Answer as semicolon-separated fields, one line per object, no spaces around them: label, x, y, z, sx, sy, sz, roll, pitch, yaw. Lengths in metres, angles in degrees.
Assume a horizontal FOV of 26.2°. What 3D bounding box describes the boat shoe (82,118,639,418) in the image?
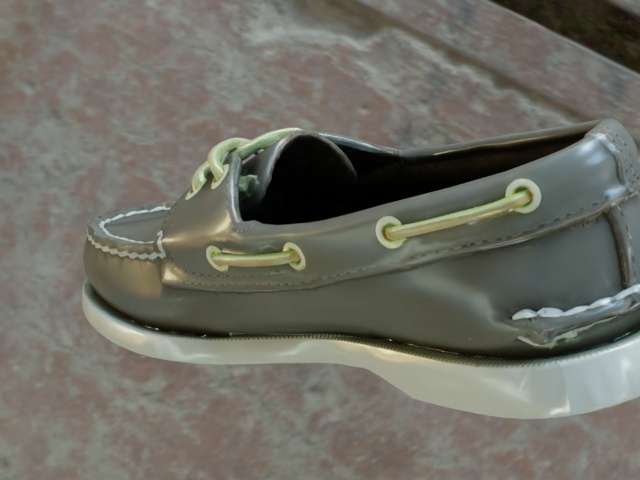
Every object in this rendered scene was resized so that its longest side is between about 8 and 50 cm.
boat shoe;0.003;-0.002;0.548;0.305;0.109;0.091;4;113;46
